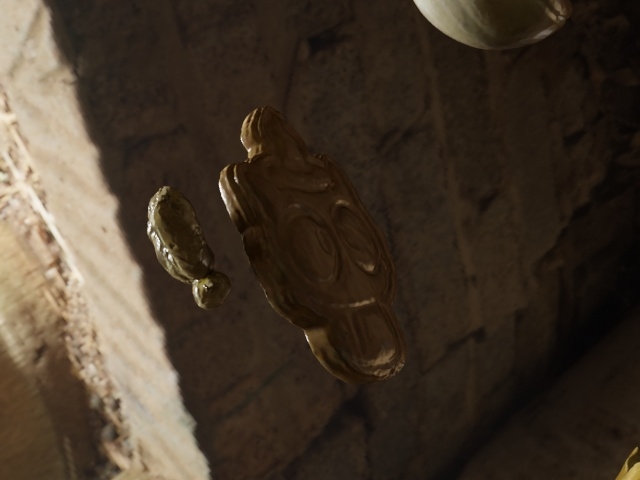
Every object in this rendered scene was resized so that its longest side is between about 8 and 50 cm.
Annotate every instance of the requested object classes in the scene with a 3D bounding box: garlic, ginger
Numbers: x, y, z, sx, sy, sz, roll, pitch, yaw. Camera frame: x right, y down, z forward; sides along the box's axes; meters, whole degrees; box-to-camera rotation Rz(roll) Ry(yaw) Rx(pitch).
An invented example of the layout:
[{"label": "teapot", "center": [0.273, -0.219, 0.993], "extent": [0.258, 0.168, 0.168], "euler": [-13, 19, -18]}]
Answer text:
[{"label": "garlic", "center": [0.167, -0.309, 1.183], "extent": [0.145, 0.164, 0.244], "euler": [-16, 112, 50]}, {"label": "ginger", "center": [-0.160, 0.001, 1.265], "extent": [0.133, 0.059, 0.214], "euler": [49, 168, 36]}]

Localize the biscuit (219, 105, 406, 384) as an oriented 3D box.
[{"label": "biscuit", "center": [0.003, -0.002, 1.374], "extent": [0.051, 0.269, 0.375], "euler": [-31, 78, 30]}]

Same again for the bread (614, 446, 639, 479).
[{"label": "bread", "center": [0.481, 0.374, 1.526], "extent": [0.184, 0.211, 0.224], "euler": [37, 125, 16]}]
